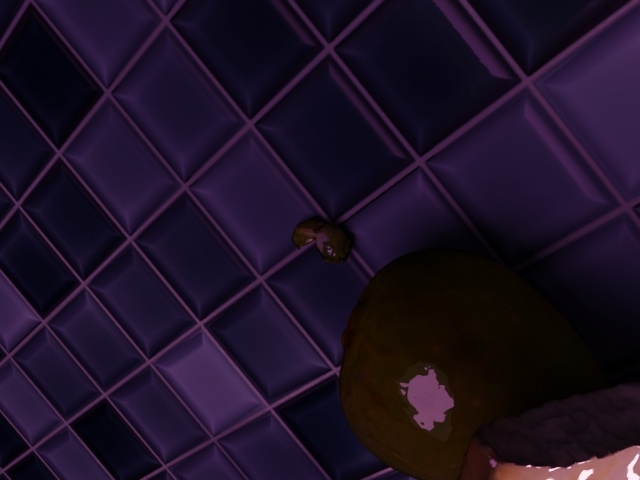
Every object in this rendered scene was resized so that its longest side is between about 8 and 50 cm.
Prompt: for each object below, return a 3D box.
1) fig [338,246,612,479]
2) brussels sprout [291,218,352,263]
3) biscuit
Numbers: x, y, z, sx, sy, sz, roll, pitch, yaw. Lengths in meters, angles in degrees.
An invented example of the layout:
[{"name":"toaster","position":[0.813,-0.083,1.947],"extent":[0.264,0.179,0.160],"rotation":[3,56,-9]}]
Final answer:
[{"name":"fig","position":[0.178,0.154,1.011],"extent":[0.326,0.258,0.258],"rotation":[27,131,2]},{"name":"brussels sprout","position":[-0.001,-0.001,1.167],"extent":[0.083,0.046,0.050],"rotation":[21,121,24]},{"name":"biscuit","position":[0.299,0.299,0.943],"extent":[0.104,0.430,0.446],"rotation":[51,145,46]}]
